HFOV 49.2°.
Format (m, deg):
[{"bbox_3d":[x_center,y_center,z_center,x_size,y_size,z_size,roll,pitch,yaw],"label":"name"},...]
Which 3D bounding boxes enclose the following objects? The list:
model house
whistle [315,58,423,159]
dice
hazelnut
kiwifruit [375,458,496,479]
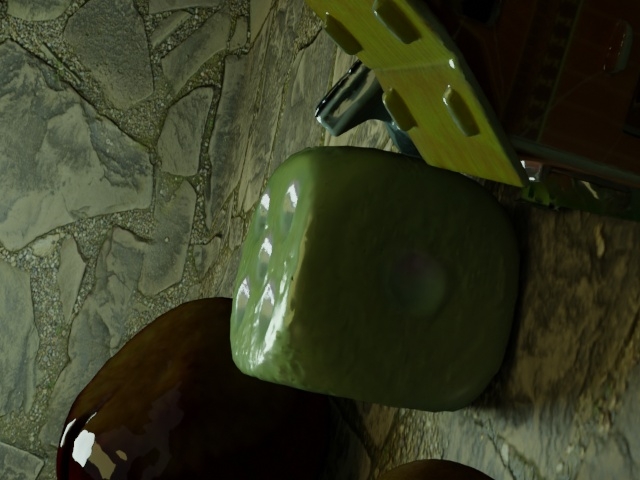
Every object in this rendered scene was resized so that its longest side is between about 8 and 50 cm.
[{"bbox_3d":[0.159,-0.204,0.522,0.300,0.324,0.340,-149,72,-70],"label":"model house"},{"bbox_3d":[0.129,-0.141,0.763,0.290,0.163,0.163,-37,-24,-56],"label":"whistle"},{"bbox_3d":[0.052,0.047,0.781,0.250,0.252,0.254,174,109,-70],"label":"dice"},{"bbox_3d":[-0.166,0.304,1.060,0.429,0.402,0.402,-52,1,-36],"label":"hazelnut"},{"bbox_3d":[0.093,0.310,0.591,0.196,0.196,0.233,-114,35,-61],"label":"kiwifruit"}]
